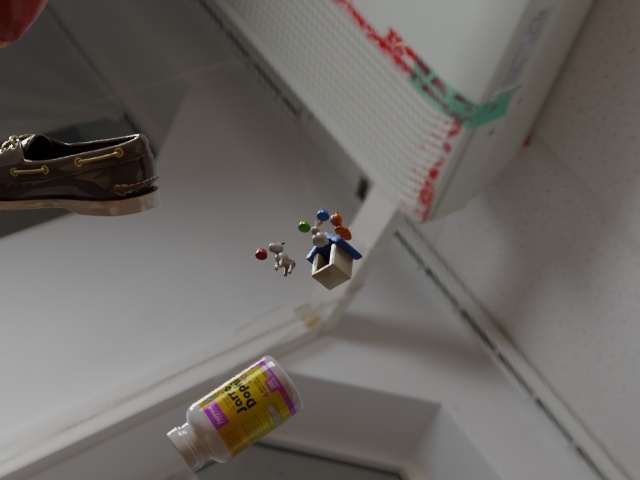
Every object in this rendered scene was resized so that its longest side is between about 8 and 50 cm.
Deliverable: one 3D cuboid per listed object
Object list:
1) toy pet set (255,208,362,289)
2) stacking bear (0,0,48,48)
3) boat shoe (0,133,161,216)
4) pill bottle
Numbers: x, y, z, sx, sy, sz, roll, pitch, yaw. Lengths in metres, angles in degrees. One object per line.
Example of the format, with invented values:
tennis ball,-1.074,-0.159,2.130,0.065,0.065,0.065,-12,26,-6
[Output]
toy pet set,0.000,0.000,1.341,0.122,0.065,0.114,-30,-55,32
stacking bear,-0.325,-0.202,0.816,0.175,0.289,0.164,4,-75,31
boat shoe,-0.359,-0.092,1.400,0.324,0.116,0.097,4,-71,23
pill bottle,-0.056,0.113,0.689,0.043,0.083,0.043,51,-16,20
